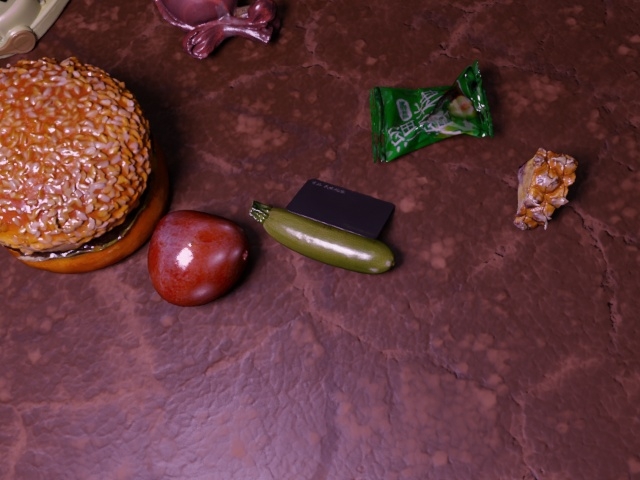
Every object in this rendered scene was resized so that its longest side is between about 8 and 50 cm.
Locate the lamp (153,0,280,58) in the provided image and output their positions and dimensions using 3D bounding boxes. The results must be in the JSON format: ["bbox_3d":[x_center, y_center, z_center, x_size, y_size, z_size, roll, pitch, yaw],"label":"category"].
[{"bbox_3d":[-0.198,-0.450,1.349,0.215,0.151,0.223,-17,111,6],"label":"lamp"}]

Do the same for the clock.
[{"bbox_3d":[-0.636,-0.454,1.416,0.235,0.096,0.308,21,74,13],"label":"clock"}]

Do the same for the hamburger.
[{"bbox_3d":[-0.417,-0.118,1.177,0.330,0.250,0.330,-2,69,6],"label":"hamburger"}]

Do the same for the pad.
[{"bbox_3d":[0.033,-0.055,1.201,0.157,0.003,0.112,18,38,13],"label":"pad"}]

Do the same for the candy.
[{"bbox_3d":[0.182,-0.210,1.240,0.203,0.078,0.141,-10,57,15],"label":"candy"}]

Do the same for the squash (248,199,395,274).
[{"bbox_3d":[0.000,0.000,1.182,0.252,0.066,0.066,20,73,14],"label":"squash"}]

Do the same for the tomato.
[{"bbox_3d":[-0.199,0.024,1.153,0.167,0.167,0.167,-2,69,6],"label":"tomato"}]

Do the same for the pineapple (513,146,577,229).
[{"bbox_3d":[0.343,-0.085,1.167,0.069,0.116,0.137,19,114,-9],"label":"pineapple"}]
